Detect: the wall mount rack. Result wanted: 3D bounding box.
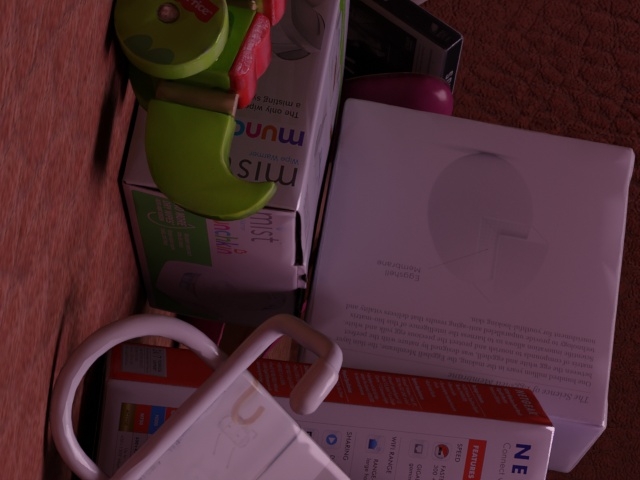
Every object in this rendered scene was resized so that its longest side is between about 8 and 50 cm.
[{"bbox_3d":[-0.049,0.222,1.091,0.304,0.350,0.130,-47,-150,-7],"label":"wall mount rack"}]

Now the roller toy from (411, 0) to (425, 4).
[{"bbox_3d":[0.037,-0.305,1.730,0.191,0.209,0.146,142,-38,-63],"label":"roller toy"}]

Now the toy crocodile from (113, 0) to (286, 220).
[{"bbox_3d":[-0.056,-0.178,1.125,0.115,0.105,0.340,91,8,-74],"label":"toy crocodile"}]

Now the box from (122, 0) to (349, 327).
[{"bbox_3d":[-0.052,-0.084,1.331,0.262,0.127,0.231,94,7,-71],"label":"box"}]

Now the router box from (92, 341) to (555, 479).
[{"bbox_3d":[-0.018,0.255,1.265,0.082,0.301,0.335,-112,-150,-75],"label":"router box"}]

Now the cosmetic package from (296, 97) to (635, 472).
[{"bbox_3d":[0.105,0.038,1.390,0.138,0.224,0.224,102,-1,-66],"label":"cosmetic package"}]

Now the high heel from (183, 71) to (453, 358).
[{"bbox_3d":[0.000,0.000,1.572,0.377,0.127,0.181,-42,-139,53],"label":"high heel"}]

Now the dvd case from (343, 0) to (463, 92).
[{"bbox_3d":[0.017,-0.174,1.610,0.029,0.239,0.179,-40,155,-30],"label":"dvd case"}]
